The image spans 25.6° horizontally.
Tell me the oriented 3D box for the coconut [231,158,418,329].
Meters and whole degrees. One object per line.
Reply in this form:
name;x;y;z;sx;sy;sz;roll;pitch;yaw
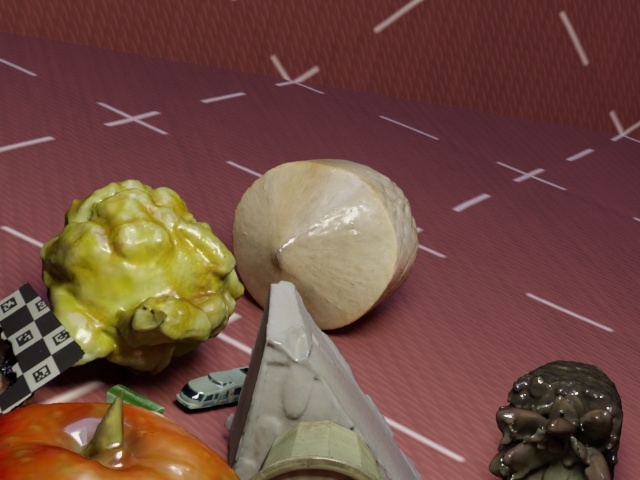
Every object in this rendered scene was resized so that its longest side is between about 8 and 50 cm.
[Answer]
coconut;0.000;0.000;2.337;0.328;0.329;0.329;13;21;-5

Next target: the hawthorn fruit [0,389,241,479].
hawthorn fruit;-0.215;0.314;1.265;0.402;0.403;0.403;13;21;-5

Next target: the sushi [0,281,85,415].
sushi;-0.416;0.173;1.876;0.192;0.050;0.215;-37;40;-10

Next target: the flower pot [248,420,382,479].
flower pot;0.002;0.315;1.662;0.212;0.212;0.202;15;15;1

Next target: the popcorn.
popcorn;-0.255;0.051;2.008;0.274;0.279;0.335;-14;-16;-2

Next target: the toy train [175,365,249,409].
toy train;-0.121;0.210;2.041;0.207;0.047;0.043;-6;28;-46

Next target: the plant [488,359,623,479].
plant;0.334;0.291;1.989;0.181;0.194;0.320;8;14;17

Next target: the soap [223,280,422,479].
soap;0.037;0.223;1.825;0.302;0.258;0.159;14;20;-4

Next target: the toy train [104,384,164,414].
toy train;-0.252;0.233;1.882;0.093;0.056;0.038;24;25;24
